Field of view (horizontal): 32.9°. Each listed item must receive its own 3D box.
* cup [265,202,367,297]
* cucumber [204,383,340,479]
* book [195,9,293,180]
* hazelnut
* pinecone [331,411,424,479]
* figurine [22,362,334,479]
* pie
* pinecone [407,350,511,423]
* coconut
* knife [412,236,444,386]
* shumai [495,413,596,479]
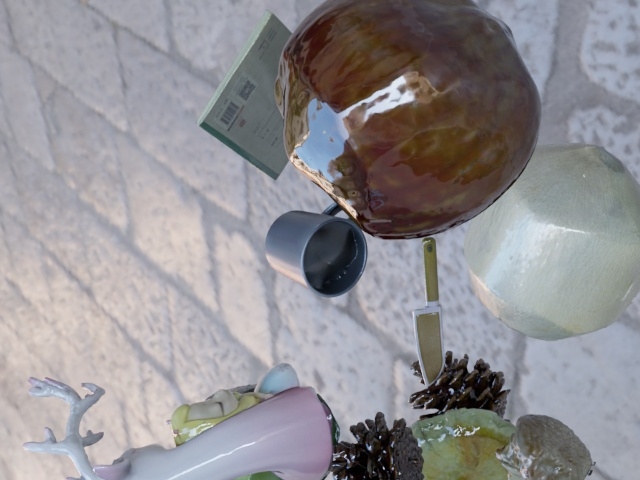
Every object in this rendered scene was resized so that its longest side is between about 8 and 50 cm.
[{"bbox_3d":[0.000,0.000,1.063,0.078,0.100,0.077,45,166,-34],"label":"cup"},{"bbox_3d":[-0.073,0.293,1.540,0.191,0.191,0.130,65,154,-2],"label":"cucumber"},{"bbox_3d":[-0.079,-0.226,1.752,0.025,0.215,0.282,31,177,26],"label":"book"},{"bbox_3d":[0.071,-0.120,0.923,0.234,0.218,0.218,55,148,15],"label":"hazelnut"},{"bbox_3d":[0.075,0.304,1.463,0.120,0.140,0.140,-18,99,27],"label":"pinecone"},{"bbox_3d":[-0.173,0.256,1.260,0.284,0.315,0.206,-157,57,-64],"label":"figurine"},{"bbox_3d":[0.256,0.407,1.869,0.071,0.306,0.306,-84,-7,-55],"label":"pie"},{"bbox_3d":[0.260,0.305,2.067,0.212,0.186,0.168,31,178,42],"label":"pinecone"},{"bbox_3d":[0.320,-0.011,1.407,0.245,0.245,0.247,45,125,27],"label":"coconut"},{"bbox_3d":[0.167,0.113,1.691,0.022,0.046,0.256,-113,17,-68],"label":"knife"},{"bbox_3d":[0.331,0.337,1.649,0.145,0.145,0.116,49,124,22],"label":"shumai"}]
